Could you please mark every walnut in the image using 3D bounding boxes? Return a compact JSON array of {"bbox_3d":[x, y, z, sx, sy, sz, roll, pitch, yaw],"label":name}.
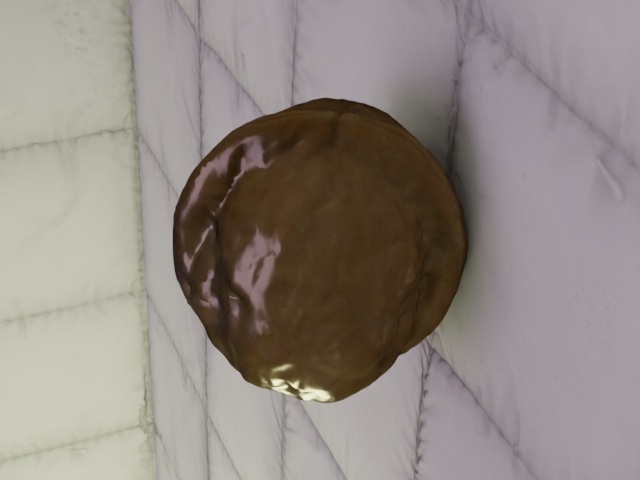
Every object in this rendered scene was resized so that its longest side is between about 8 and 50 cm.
[{"bbox_3d":[-0.001,0.006,1.598,0.383,0.384,0.383,167,90,-70],"label":"walnut"}]
